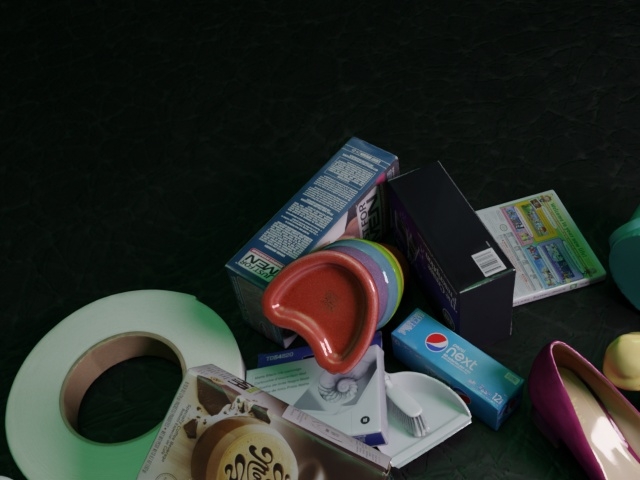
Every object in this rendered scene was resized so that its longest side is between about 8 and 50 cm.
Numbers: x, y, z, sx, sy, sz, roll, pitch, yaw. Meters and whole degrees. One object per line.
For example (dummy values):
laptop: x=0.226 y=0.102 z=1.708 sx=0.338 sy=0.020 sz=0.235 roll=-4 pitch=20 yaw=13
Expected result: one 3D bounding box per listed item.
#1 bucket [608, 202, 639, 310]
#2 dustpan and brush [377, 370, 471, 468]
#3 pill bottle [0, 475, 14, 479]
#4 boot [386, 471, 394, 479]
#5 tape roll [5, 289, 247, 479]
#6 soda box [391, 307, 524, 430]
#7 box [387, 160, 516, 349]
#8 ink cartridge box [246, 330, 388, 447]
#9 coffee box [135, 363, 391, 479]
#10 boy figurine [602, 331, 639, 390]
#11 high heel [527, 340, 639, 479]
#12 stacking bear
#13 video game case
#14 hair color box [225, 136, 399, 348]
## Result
bucket: x=0.591 y=0.015 z=1.242 sx=0.281 sy=0.281 sz=0.183 roll=31 pitch=66 yaw=30
dustpan and brush: x=0.114 y=0.237 z=1.261 sx=0.147 sy=0.060 sz=0.211 roll=-28 pitch=32 yaw=-15
pill bottle: x=-0.445 y=0.397 z=1.124 sx=0.117 sy=0.208 sz=0.118 roll=-5 pitch=49 yaw=6
boot: x=0.047 y=0.342 z=1.197 sx=0.099 sy=0.045 sz=0.121 roll=-24 pitch=55 yaw=-10
tape roll: x=-0.307 y=0.251 z=1.317 sx=0.391 sy=0.072 sz=0.392 roll=-5 pitch=50 yaw=6
soda box: x=0.210 y=0.198 z=1.273 sx=0.067 sy=0.071 sz=0.210 roll=-40 pitch=55 yaw=-23
box: x=0.212 y=0.029 z=1.343 sx=0.103 sy=0.184 sz=0.261 roll=-23 pitch=50 yaw=-6
ink cartridge box: x=-0.010 y=0.229 z=1.258 sx=0.223 sy=0.045 sz=0.224 roll=-14 pitch=39 yaw=12
coffee box: x=-0.071 y=0.310 z=1.108 sx=0.297 sy=0.119 sz=0.168 roll=25 pitch=89 yaw=10
boy figurine: x=0.529 y=0.194 z=1.136 sx=0.285 sy=0.092 sz=0.177 roll=12 pitch=50 yaw=-14
high heel: x=0.423 y=0.296 z=1.081 sx=0.127 sy=0.181 sz=0.377 roll=-38 pitch=54 yaw=-21
stacking bear: x=0.060 y=0.072 z=1.303 sx=0.175 sy=0.164 sz=0.289 roll=40 pitch=20 yaw=12
video game case: x=0.364 y=0.012 z=1.437 sx=0.193 sy=0.023 sz=0.212 roll=-16 pitch=49 yaw=-4
hair color box: x=0.000 y=0.000 z=1.409 sx=0.105 sy=0.174 sz=0.347 roll=29 pitch=60 yaw=27
